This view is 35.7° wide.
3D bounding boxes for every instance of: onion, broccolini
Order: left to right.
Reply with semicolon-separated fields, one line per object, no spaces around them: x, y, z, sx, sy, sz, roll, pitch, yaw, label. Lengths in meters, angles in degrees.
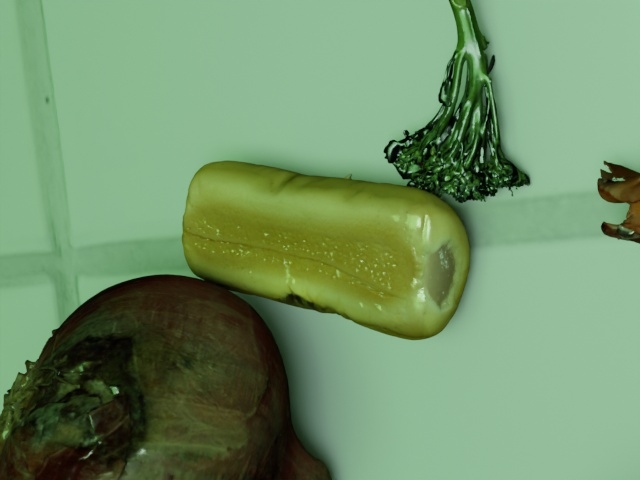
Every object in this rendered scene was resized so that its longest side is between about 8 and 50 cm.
-0.175;0.210;0.969;0.353;0.353;0.354;5;98;34;onion
0.095;-0.158;0.903;0.123;0.062;0.272;-16;92;20;broccolini

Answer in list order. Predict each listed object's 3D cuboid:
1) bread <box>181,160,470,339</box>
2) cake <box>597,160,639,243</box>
0.000;0.000;0.969;0.305;0.091;0.142;13;104;33;bread
0.343;-0.011;0.729;0.287;0.135;0.098;11;87;23;cake
